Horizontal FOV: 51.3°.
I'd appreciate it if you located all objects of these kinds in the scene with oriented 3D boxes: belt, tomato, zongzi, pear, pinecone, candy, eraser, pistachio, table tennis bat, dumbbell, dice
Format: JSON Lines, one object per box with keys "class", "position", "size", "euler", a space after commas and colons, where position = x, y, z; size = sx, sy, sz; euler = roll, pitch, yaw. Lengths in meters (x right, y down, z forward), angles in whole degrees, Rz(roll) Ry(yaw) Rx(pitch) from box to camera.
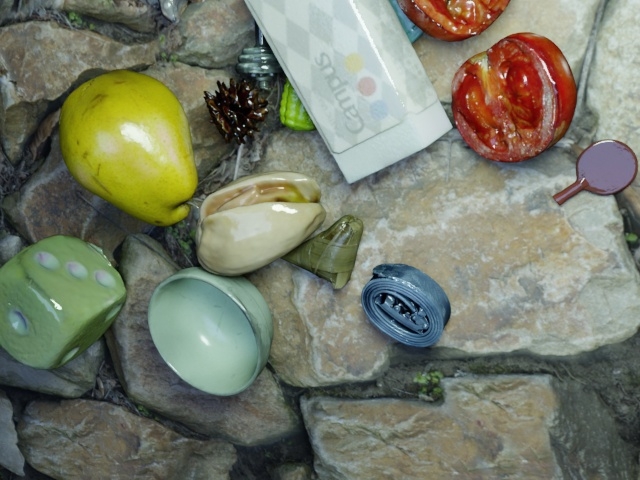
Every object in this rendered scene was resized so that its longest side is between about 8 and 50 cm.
{"class": "belt", "position": [0.176, 0.130, 1.384], "size": [0.190, 0.082, 0.141], "euler": [35, 123, 7]}
{"class": "tomato", "position": [0.204, -0.434, 1.097], "size": [0.228, 0.228, 0.101], "euler": [58, 165, -6]}
{"class": "zongzi", "position": [0.000, 0.000, 1.421], "size": [0.176, 0.078, 0.160], "euler": [26, 113, 23]}
{"class": "tomato", "position": [0.344, -0.242, 1.125], "size": [0.233, 0.139, 0.200], "euler": [-8, 102, 63]}
{"class": "pear", "position": [-0.389, -0.194, 1.415], "size": [0.285, 0.285, 0.336], "euler": [-25, 119, 30]}
{"class": "pinecone", "position": [-0.169, -0.265, 1.355], "size": [0.120, 0.140, 0.140], "euler": [-33, 96, -10]}
{"class": "candy", "position": [-0.018, -0.316, 1.288], "size": [0.096, 0.096, 0.210], "euler": [20, 109, 16]}
{"class": "eraser", "position": [0.048, -0.320, 1.181], "size": [0.213, 0.082, 0.397], "euler": [-23, 103, 30]}
{"class": "pistachio", "position": [-0.134, -0.035, 1.407], "size": [0.318, 0.214, 0.194], "euler": [-18, 60, 22]}
{"class": "table tennis bat", "position": [0.483, -0.113, 1.182], "size": [0.154, 0.019, 0.098], "euler": [-38, 92, 29]}
{"class": "dumbbell", "position": [-0.115, -0.422, 1.285], "size": [0.110, 0.110, 0.255], "euler": [4, 106, 23]}
{"class": "dice", "position": [-0.666, 0.154, 1.680], "size": [0.252, 0.250, 0.254], "euler": [44, 121, 2]}

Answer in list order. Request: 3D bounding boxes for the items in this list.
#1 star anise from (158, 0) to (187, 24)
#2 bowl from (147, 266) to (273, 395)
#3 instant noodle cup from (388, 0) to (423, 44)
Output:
{"class": "star anise", "position": [-0.303, -0.552, 1.318], "size": [0.229, 0.093, 0.236], "euler": [9, 112, 22]}
{"class": "bowl", "position": [-0.237, 0.191, 1.550], "size": [0.307, 0.163, 0.307], "euler": [9, 115, 21]}
{"class": "instant noodle cup", "position": [0.109, -0.405, 1.204], "size": [0.179, 0.070, 0.157], "euler": [-39, 93, 31]}
